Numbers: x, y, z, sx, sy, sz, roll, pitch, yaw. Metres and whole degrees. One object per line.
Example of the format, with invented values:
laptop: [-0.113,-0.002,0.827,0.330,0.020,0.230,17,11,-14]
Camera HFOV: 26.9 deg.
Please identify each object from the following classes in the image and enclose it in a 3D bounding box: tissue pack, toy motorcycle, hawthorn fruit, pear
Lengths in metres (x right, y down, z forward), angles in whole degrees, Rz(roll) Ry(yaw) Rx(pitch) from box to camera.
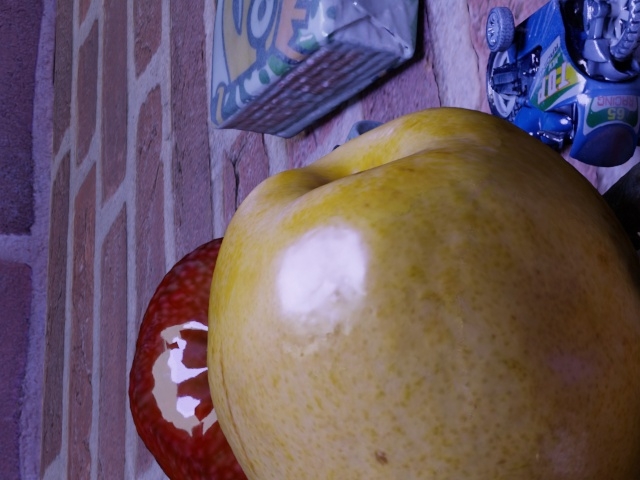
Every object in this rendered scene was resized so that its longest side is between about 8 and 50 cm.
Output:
tissue pack: [-0.011,-0.260,1.426,0.311,0.128,0.228,153,121,-63]
toy motorcycle: [0.179,-0.110,0.987,0.254,0.092,0.135,154,114,-73]
hawthorn fruit: [-0.039,0.128,1.180,0.299,0.275,0.275,134,140,-67]
pear: [0.078,0.073,0.865,0.314,0.314,0.314,-171,90,-67]

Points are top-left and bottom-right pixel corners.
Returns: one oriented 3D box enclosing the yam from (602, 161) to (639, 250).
yam: [0.257,-0.066,0.824,0.274,0.061,0.061,134,139,-55]

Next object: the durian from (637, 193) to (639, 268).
durian: [0.260,0.002,0.702,0.183,0.138,0.249,56,160,8]

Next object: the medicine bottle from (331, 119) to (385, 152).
medicine bottle: [0.000,0.000,1.315,0.079,0.124,0.258,-107,37,-51]
